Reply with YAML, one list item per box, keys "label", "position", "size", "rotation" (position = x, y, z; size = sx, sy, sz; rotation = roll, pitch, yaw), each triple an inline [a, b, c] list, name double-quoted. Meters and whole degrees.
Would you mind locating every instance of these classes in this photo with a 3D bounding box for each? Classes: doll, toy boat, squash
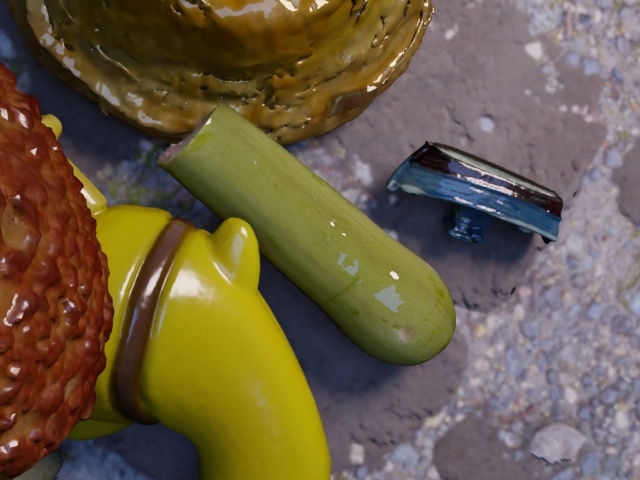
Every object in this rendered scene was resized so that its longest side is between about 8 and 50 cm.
- label: "doll"
  position: [-0.096, 0.083, 0.630]
  size: [0.199, 0.145, 0.363]
  rotation: [-38, 98, 17]
- label: "toy boat"
  position: [0.117, -0.029, 0.714]
  size: [0.137, 0.060, 0.061]
  rotation: [21, 110, -13]
- label: "squash"
  position: [0.000, 0.000, 0.665]
  size: [0.250, 0.083, 0.083]
  rotation: [41, 83, -18]

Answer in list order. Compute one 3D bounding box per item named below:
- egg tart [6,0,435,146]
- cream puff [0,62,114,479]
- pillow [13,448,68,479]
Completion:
- label: "egg tart"
  position: [-0.064, -0.227, 0.656]
  size: [0.341, 0.129, 0.341]
  rotation: [0, 87, -8]
- label: "cream puff"
  position: [-0.257, -0.014, 0.428]
  size: [0.350, 0.350, 0.229]
  rotation: [21, 119, -8]
- label: "pillow"
  position: [-0.309, 0.246, 0.603]
  size: [0.185, 0.075, 0.302]
  rotation: [33, 83, -42]
